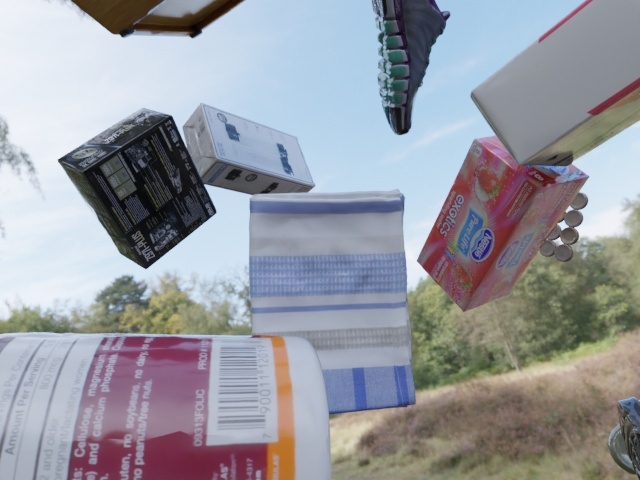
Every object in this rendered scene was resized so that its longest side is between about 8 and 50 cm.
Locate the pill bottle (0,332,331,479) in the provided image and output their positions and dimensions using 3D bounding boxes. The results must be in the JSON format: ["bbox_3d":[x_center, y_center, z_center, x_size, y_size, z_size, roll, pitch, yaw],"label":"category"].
[{"bbox_3d":[-0.201,0.196,0.449,0.393,0.223,0.224,2,-20,-10],"label":"pill bottle"}]

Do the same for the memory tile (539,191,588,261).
[{"bbox_3d":[0.495,-0.036,1.062,0.012,0.147,0.113,8,9,-35],"label":"memory tile"}]

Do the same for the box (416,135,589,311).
[{"bbox_3d":[0.320,-0.031,0.929,0.142,0.154,0.299,-14,-40,-31],"label":"box"}]

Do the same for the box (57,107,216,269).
[{"bbox_3d":[-0.256,-0.075,0.735,0.147,0.078,0.180,-45,-43,-28],"label":"box"}]

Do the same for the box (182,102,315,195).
[{"bbox_3d":[-0.162,-0.194,1.183,0.290,0.169,0.087,8,-38,-45],"label":"box"}]

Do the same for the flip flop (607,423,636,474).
[{"bbox_3d":[0.601,0.282,0.836,0.277,0.112,0.080,-37,-40,1],"label":"flip flop"}]

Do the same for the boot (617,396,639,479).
[{"bbox_3d":[0.666,0.309,0.602,0.446,0.366,0.146,-19,-50,11],"label":"boot"}]

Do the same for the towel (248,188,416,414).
[{"bbox_3d":[0.017,0.075,0.635,0.210,0.284,0.034,-1,-6,-11],"label":"towel"}]

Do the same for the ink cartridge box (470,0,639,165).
[{"bbox_3d":[0.357,-0.201,0.664,0.207,0.117,0.283,-38,-16,34],"label":"ink cartridge box"}]

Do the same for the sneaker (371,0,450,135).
[{"bbox_3d":[0.127,-0.247,0.659,0.098,0.083,0.223,-13,-56,-4],"label":"sneaker"}]

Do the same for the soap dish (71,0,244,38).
[{"bbox_3d":[-0.209,-0.407,0.769,0.229,0.118,0.291,-23,13,22],"label":"soap dish"}]
